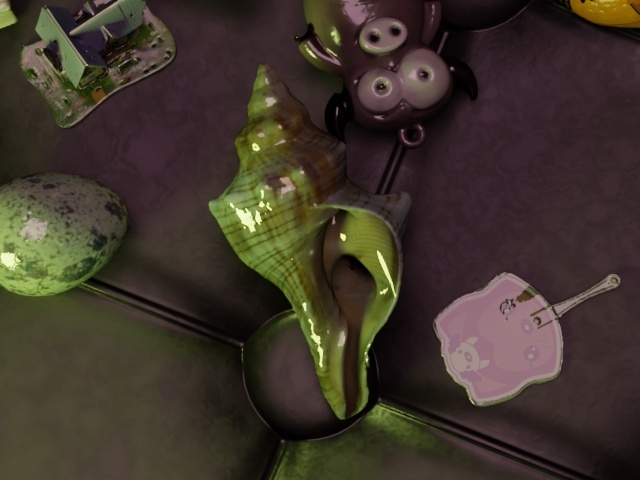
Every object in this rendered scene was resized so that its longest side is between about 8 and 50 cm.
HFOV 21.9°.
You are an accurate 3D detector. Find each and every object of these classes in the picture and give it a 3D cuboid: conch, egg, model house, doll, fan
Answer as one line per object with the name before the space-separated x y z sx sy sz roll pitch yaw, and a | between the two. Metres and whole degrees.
conch | 0.002 -0.008 1.785 0.203 0.169 0.386 -14 116 20
egg | -0.290 -0.009 1.785 0.172 0.132 0.132 -14 81 -14
model house | -0.253 -0.220 1.841 0.167 0.088 0.117 -32 82 -5
doll | 0.065 -0.224 1.830 0.182 0.117 0.257 -18 79 -9
fan | 0.236 0.091 1.832 0.220 0.009 0.132 -28 84 -4

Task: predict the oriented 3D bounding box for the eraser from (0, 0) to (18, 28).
eraser | -0.523 -0.249 1.851 0.343 0.078 0.144 -23 83 -4

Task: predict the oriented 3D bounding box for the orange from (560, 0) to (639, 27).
orange | 0.344 -0.349 1.826 0.234 0.182 0.234 0 90 -9
